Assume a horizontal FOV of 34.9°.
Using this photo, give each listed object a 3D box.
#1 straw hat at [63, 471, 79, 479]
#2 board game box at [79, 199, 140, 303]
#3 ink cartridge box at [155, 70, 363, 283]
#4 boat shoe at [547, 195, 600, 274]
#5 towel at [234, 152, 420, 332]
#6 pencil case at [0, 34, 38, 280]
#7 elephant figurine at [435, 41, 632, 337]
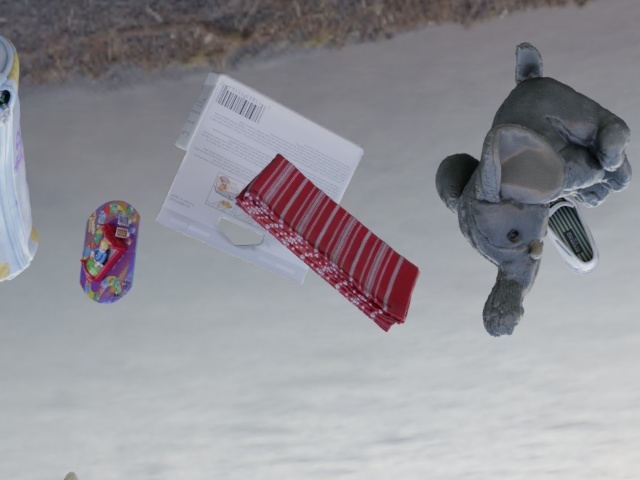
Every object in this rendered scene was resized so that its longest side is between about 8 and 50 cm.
[{"bbox_3d":[-0.294,0.368,1.312,0.061,0.144,0.144,0,155,1],"label":"straw hat"},{"bbox_3d":[-0.349,0.016,1.622,0.133,0.169,0.033,0,171,39],"label":"board game box"},{"bbox_3d":[-0.106,-0.101,1.696,0.296,0.261,0.066,25,180,-29],"label":"ink cartridge box"},{"bbox_3d":[0.381,-0.053,1.631,0.083,0.226,0.076,-34,166,-1],"label":"boat shoe"},{"bbox_3d":[0.020,-0.004,1.396,0.275,0.199,0.031,40,115,-3],"label":"towel"},{"bbox_3d":[-0.339,-0.078,0.986,0.124,0.113,0.273,21,138,7],"label":"pencil case"},{"bbox_3d":[0.202,-0.055,1.058,0.239,0.186,0.169,-35,142,-25],"label":"elephant figurine"}]
